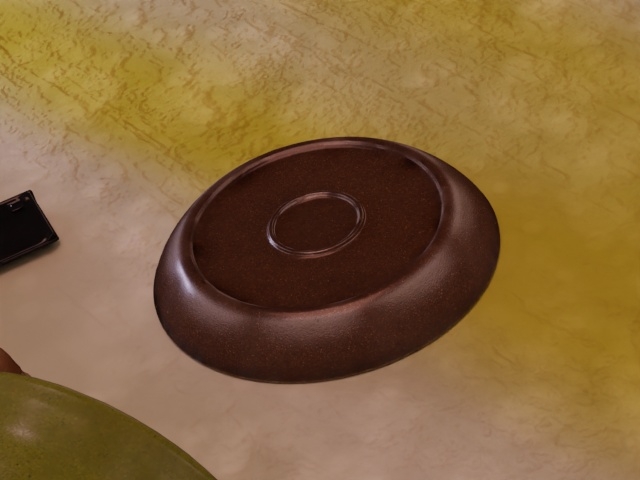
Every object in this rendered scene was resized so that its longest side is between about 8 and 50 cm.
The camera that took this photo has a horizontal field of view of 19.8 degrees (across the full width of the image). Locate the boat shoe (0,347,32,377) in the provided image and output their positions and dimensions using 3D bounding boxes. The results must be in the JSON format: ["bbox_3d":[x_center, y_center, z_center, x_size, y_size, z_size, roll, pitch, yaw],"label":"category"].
[{"bbox_3d":[-0.380,0.159,1.467,0.324,0.120,0.122,-18,38,-5],"label":"boat shoe"}]

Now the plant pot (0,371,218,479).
[{"bbox_3d":[-0.207,0.276,1.034,0.367,0.366,0.353,9,53,27],"label":"plant pot"}]

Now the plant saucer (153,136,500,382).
[{"bbox_3d":[0.000,0.000,1.604,0.311,0.050,0.310,-8,40,7],"label":"plant saucer"}]

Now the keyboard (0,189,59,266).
[{"bbox_3d":[-0.343,0.008,1.720,0.180,0.023,0.108,-24,46,-13],"label":"keyboard"}]
